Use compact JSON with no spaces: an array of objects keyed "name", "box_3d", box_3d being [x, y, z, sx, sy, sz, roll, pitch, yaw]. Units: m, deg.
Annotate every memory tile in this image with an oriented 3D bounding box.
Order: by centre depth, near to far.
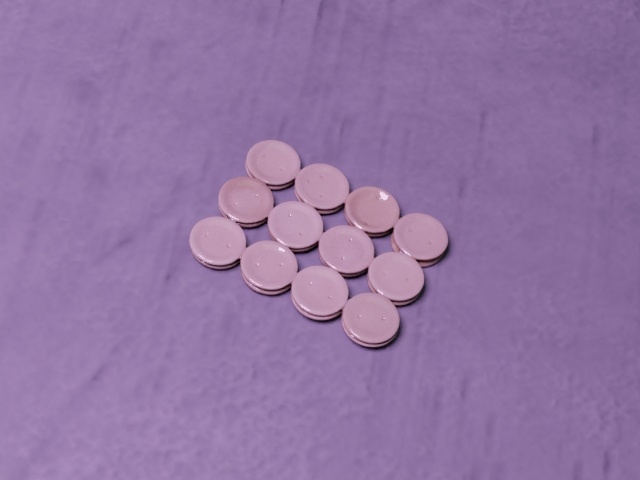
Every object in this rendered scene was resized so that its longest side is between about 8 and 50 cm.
[{"name":"memory tile","box_3d":[0.000,0.000,0.999,0.148,0.012,0.113,27,57,8]}]
